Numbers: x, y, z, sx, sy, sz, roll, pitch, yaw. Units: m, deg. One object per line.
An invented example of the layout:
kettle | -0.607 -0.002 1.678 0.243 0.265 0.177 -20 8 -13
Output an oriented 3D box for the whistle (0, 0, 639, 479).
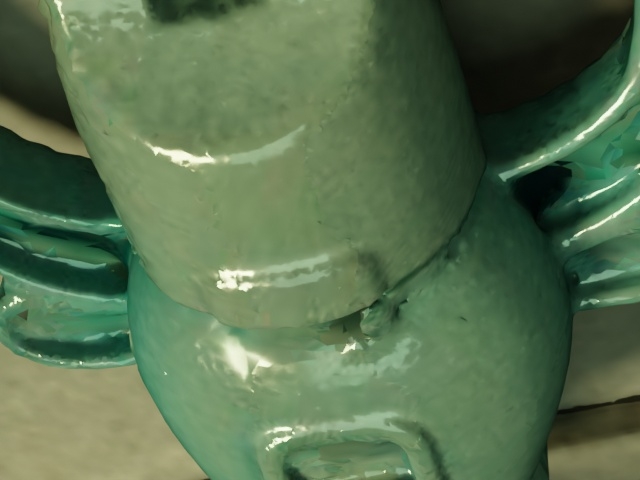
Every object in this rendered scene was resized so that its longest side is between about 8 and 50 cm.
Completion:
whistle | 0.000 0.000 0.410 0.186 0.093 0.274 -8 134 12
